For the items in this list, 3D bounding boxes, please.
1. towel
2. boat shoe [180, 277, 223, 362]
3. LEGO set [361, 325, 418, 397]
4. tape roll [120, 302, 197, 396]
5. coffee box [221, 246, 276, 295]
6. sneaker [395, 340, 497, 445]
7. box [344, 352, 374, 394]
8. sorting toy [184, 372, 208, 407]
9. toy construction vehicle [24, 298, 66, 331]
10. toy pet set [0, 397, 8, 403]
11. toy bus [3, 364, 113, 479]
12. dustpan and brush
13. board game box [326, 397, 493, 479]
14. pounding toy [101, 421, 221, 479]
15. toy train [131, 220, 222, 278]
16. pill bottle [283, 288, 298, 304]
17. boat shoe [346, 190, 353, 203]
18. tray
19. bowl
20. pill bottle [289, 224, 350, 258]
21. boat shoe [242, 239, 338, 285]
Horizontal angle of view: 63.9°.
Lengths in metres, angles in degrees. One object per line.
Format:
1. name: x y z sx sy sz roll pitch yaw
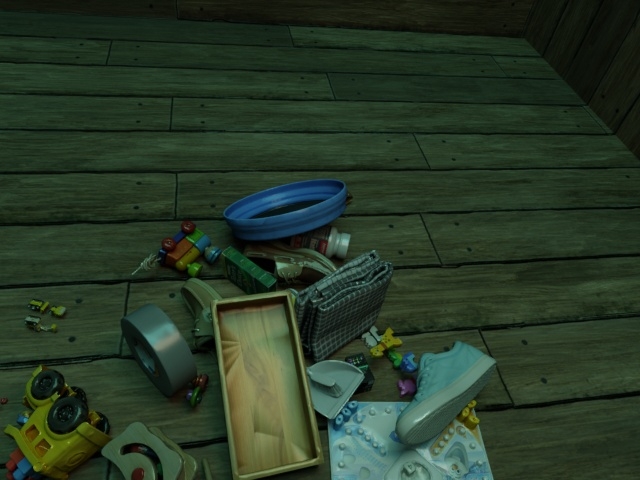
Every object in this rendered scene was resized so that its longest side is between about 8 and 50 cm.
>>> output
1. towel: 0.060 0.181 1.381 0.283 0.235 0.121 -28 57 -32
2. boat shoe: -0.282 0.234 1.347 0.110 0.122 0.341 -28 58 -32
3. LEGO set: 0.182 0.315 1.376 0.093 0.087 0.227 -22 53 -28
4. tape roll: -0.389 0.262 1.233 0.072 0.219 0.219 -32 59 -33
5. coffee box: -0.208 0.108 1.490 0.184 0.113 0.040 34 53 20
6. sneaker: 0.277 0.361 1.262 0.365 0.135 0.150 -19 40 -41
7. box: 0.099 0.348 1.345 0.052 0.062 0.083 -11 49 -18
8. sorting toy: -0.310 0.367 1.257 0.042 0.061 0.102 14 23 5
9. toy construction vehicle: -0.737 0.202 1.365 0.098 0.035 0.086 10 35 -4
10. toy pet set: -0.805 0.372 1.161 0.122 0.065 0.114 17 46 7
11. toy bus: -0.600 0.417 1.118 0.220 0.149 0.211 36 67 26
12. dustpan and brush: -0.012 0.350 1.311 0.211 0.060 0.147 7 45 47
13. board game box: 0.220 0.549 1.183 0.389 0.050 0.390 3 46 -8
14. pounding toy: -0.333 0.518 1.097 0.269 0.155 0.154 25 72 29
15. toy train: -0.413 0.065 1.512 0.143 0.105 0.248 34 49 4
16. pill bottle: -0.131 0.215 1.405 0.184 0.103 0.103 -28 57 -31
17. boat shoe: 0.051 -0.127 1.793 0.060 0.064 0.178 29 46 20
18. tray: -0.136 0.335 1.224 0.202 0.076 0.411 -6 67 -15
19. bowl: -0.104 -0.099 1.607 0.390 0.077 0.391 -12 18 4
20. pill bottle: 0.000 0.000 1.631 0.180 0.108 0.108 13 46 3
21. boat shoe: -0.093 0.085 1.537 0.324 0.123 0.116 19 49 21
